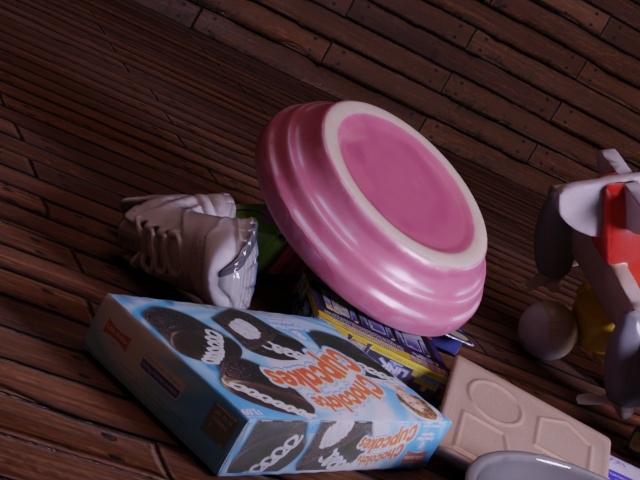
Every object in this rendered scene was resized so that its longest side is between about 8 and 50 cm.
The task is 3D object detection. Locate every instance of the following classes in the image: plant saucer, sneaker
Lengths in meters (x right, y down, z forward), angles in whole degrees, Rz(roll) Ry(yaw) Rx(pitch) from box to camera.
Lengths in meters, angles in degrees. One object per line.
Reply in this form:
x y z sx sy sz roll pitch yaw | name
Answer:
0.077 -0.043 1.662 0.332 0.084 0.332 31 35 -24 | plant saucer
-0.138 0.014 1.444 0.129 0.111 0.297 6 8 -16 | sneaker

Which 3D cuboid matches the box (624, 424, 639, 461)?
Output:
0.478 0.309 1.759 0.114 0.036 0.207 21 15 -31 | box

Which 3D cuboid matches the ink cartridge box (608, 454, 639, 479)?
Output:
0.384 0.314 1.504 0.206 0.045 0.208 26 14 -18 | ink cartridge box

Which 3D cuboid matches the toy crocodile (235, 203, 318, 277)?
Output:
0.000 0.000 1.711 0.340 0.115 0.105 3 51 -47 | toy crocodile

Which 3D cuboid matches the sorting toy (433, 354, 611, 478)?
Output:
0.206 0.215 1.460 0.193 0.038 0.208 29 25 -1 | sorting toy

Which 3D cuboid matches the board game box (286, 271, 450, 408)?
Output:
0.051 0.112 1.572 0.170 0.048 0.141 26 15 -15 | board game box

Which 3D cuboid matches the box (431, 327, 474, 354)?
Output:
0.104 0.080 1.835 0.136 0.036 0.225 24 12 -20 | box

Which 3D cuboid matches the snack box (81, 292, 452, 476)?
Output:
-0.038 0.130 1.267 0.187 0.060 0.322 37 15 32 | snack box

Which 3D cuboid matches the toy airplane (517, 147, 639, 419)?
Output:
0.397 0.071 1.992 0.384 0.272 0.386 65 7 11 | toy airplane

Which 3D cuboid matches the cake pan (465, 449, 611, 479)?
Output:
0.247 0.288 1.231 0.293 0.054 0.293 24 17 -8 | cake pan
